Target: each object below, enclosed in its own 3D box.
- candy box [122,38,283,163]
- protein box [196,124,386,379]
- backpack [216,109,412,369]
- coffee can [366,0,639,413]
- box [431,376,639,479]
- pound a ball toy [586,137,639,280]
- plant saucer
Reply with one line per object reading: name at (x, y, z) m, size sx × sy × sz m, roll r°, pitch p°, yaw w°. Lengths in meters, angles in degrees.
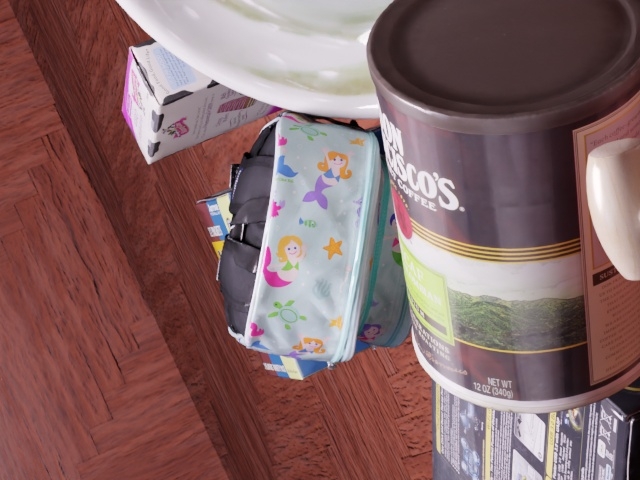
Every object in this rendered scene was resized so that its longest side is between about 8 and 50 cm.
candy box at (-0.077, -0.174, 1.789) m, size 0.071 × 0.233 × 0.159 m, roll 62°, pitch 163°, yaw 13°
protein box at (0.014, 0.009, 1.811) m, size 0.200 × 0.201 × 0.136 m, roll 68°, pitch 164°, yaw -4°
backpack at (0.000, 0.000, 1.588) m, size 0.253 × 0.191 × 0.225 m, roll -115°, pitch 34°, yaw -90°
coffee can at (0.151, -0.039, 1.317) m, size 0.201 × 0.201 × 0.275 m, roll 48°, pitch 156°, yaw 47°
box at (0.208, 0.222, 1.599) m, size 0.318 × 0.097 × 0.395 m, roll 43°, pitch 143°, yaw 51°
pound a ball toy at (0.306, 0.019, 0.899) m, size 0.319 × 0.208 × 0.135 m, roll 36°, pitch 146°, yaw 59°
plant saucer at (-0.007, -0.273, 1.433) m, size 0.400 × 0.100 × 0.400 m, roll 15°, pitch 141°, yaw 12°
